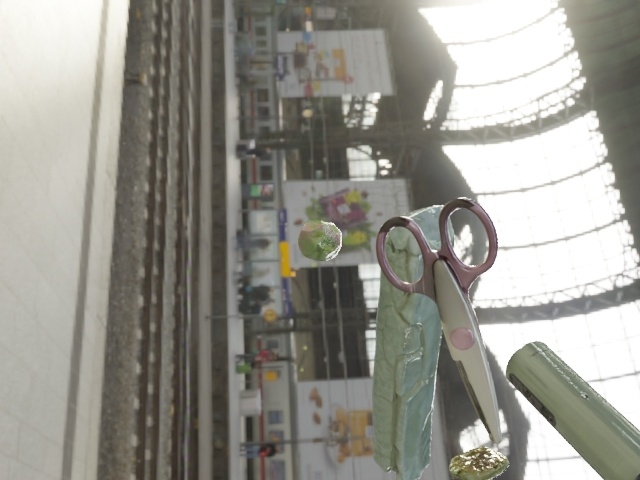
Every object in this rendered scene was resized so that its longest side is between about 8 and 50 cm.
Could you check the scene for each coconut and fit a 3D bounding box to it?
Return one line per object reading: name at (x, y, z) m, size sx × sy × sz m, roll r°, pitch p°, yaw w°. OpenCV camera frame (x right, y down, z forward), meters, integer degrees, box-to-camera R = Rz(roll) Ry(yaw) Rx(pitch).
coconut at (0.000, 0.000, 1.297) m, size 0.083 × 0.082 × 0.081 m, roll 59°, pitch 10°, yaw -17°

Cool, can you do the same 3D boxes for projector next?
projector at (0.470, 0.315, 1.243) m, size 0.337 × 0.108 × 0.108 m, roll -129°, pitch -146°, yaw -55°

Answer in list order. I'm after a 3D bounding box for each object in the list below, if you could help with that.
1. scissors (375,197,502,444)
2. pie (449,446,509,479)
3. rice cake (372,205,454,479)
scissors at (0.099, 0.061, 0.489) m, size 0.022 × 0.085 × 0.176 m, roll -37°, pitch 109°, yaw -71°
pie at (0.218, 0.309, 0.960) m, size 0.084 × 0.084 × 0.020 m, roll -146°, pitch -140°, yaw -84°
rice cake at (0.095, 0.118, 0.741) m, size 0.063 × 0.066 × 0.337 m, roll 26°, pitch -51°, yaw 40°
